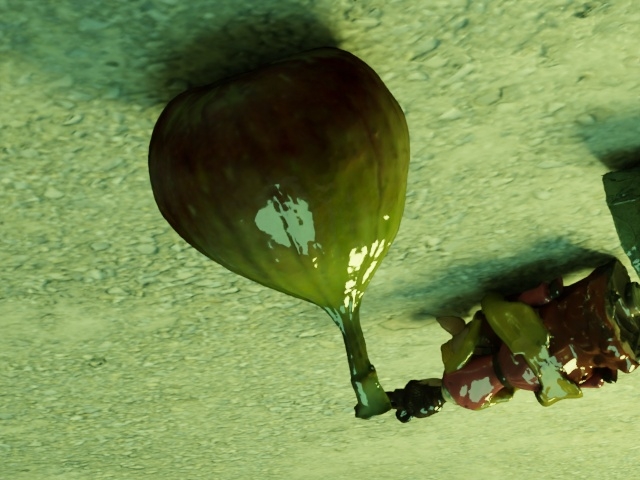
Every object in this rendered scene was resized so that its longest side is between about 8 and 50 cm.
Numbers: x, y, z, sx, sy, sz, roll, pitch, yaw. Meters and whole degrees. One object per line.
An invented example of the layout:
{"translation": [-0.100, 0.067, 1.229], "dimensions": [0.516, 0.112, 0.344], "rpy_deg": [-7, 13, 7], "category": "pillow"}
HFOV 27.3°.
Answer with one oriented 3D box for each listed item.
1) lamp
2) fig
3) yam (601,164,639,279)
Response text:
{"translation": [0.179, 0.101, 1.215], "dimensions": [0.253, 0.118, 0.118], "rpy_deg": [-24, 151, 31], "category": "lamp"}
{"translation": [-0.002, -0.014, 0.821], "dimensions": [0.160, 0.143, 0.230], "rpy_deg": [-23, 124, 21], "category": "fig"}
{"translation": [0.311, -0.023, 0.984], "dimensions": [0.183, 0.107, 0.107], "rpy_deg": [-15, 155, 12], "category": "yam"}
